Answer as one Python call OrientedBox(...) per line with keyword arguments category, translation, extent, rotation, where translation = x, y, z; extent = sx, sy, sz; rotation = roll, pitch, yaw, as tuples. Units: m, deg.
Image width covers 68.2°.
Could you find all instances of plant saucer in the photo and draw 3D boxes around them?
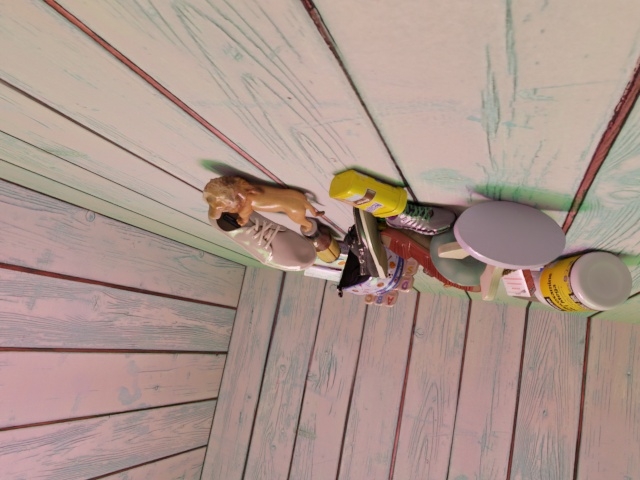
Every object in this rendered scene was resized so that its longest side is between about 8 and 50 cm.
OrientedBox(category="plant saucer", translation=(0.405, 0.031, 1.320), extent=(0.195, 0.195, 0.037), rotation=(11, 152, 1))

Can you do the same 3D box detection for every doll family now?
OrientedBox(category="doll family", translation=(0.205, -0.046, 1.602), extent=(0.111, 0.076, 0.193), rotation=(7, 175, -1))

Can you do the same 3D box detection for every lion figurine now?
OrientedBox(category="lion figurine", translation=(-0.162, -0.120, 1.467), extent=(0.392, 0.142, 0.240), rotation=(-2, 164, -10))

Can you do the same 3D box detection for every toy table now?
OrientedBox(category="toy table", translation=(0.458, 0.014, 1.222), extent=(0.274, 0.252, 0.161), rotation=(16, 155, -1))

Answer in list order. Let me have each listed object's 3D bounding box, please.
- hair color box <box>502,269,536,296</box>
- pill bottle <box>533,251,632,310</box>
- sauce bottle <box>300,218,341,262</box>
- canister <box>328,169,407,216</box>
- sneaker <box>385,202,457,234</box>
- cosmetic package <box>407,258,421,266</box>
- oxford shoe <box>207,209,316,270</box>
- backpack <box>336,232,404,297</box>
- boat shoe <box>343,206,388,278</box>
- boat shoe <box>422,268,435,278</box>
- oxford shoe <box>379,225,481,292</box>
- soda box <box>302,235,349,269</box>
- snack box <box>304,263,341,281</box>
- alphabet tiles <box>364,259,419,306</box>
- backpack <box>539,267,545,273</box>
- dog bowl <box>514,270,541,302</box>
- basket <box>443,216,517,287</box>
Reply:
OrientedBox(category="hair color box", translation=(0.716, 0.121, 1.732), extent=(0.053, 0.167, 0.093), rotation=(-32, -163, -32))
OrientedBox(category="pill bottle", translation=(0.878, 0.151, 1.626), extent=(0.188, 0.188, 0.334), rotation=(11, 170, 1))
OrientedBox(category="sauce bottle", translation=(0.000, 0.000, 1.954), extent=(0.111, 0.111, 0.344), rotation=(8, 163, 17))
OrientedBox(category="canister", translation=(0.122, -0.122, 1.239), extent=(0.170, 0.073, 0.126), rotation=(17, 168, -26))
OrientedBox(category="sneaker", translation=(0.272, -0.070, 1.355), extent=(0.223, 0.083, 0.098), rotation=(3, 160, 37))
OrientedBox(category="cosmetic package", translation=(0.406, 0.082, 2.126), extent=(0.239, 0.060, 0.099), rotation=(19, 165, -38))
OrientedBox(category="oxford shoe", translation=(-0.221, -0.021, 1.767), extent=(0.449, 0.169, 0.130), rotation=(29, 162, -1))
OrientedBox(category="backpack", translation=(0.212, 0.099, 1.887), extent=(0.213, 0.276, 0.263), rotation=(17, 160, -19))
OrientedBox(category="boat shoe", translation=(0.133, 0.004, 1.510), extent=(0.113, 0.127, 0.340), rotation=(-3, 144, 20))
OrientedBox(category="boat shoe", translation=(0.457, 0.076, 1.898), extent=(0.096, 0.116, 0.324), rotation=(15, 166, 2))
OrientedBox(category="oxford shoe", translation=(0.350, 0.026, 1.416), extent=(0.348, 0.130, 0.123), rotation=(34, 159, 24))
OrientedBox(category="soda box", translation=(0.046, 0.060, 2.197), extent=(0.286, 0.091, 0.098), rotation=(11, 129, -1))
OrientedBox(category="snack box", translation=(0.022, 0.101, 2.288), extent=(0.174, 0.070, 0.207), rotation=(11, -149, 3))
OrientedBox(category="alphabet tiles", translation=(0.284, 0.142, 1.988), extent=(0.021, 0.278, 0.284), rotation=(35, 158, -35))
OrientedBox(category="backpack", translation=(0.937, 0.159, 1.881), extent=(0.120, 0.101, 0.098), rotation=(13, 177, -34))
OrientedBox(category="dog bowl", translation=(1.021, 0.215, 2.096), extent=(0.349, 0.102, 0.349), rotation=(10, 170, 2))
OrientedBox(category="basket", translation=(0.504, 0.013, 1.535), extent=(0.213, 0.223, 0.299), rotation=(-21, 175, -11))
